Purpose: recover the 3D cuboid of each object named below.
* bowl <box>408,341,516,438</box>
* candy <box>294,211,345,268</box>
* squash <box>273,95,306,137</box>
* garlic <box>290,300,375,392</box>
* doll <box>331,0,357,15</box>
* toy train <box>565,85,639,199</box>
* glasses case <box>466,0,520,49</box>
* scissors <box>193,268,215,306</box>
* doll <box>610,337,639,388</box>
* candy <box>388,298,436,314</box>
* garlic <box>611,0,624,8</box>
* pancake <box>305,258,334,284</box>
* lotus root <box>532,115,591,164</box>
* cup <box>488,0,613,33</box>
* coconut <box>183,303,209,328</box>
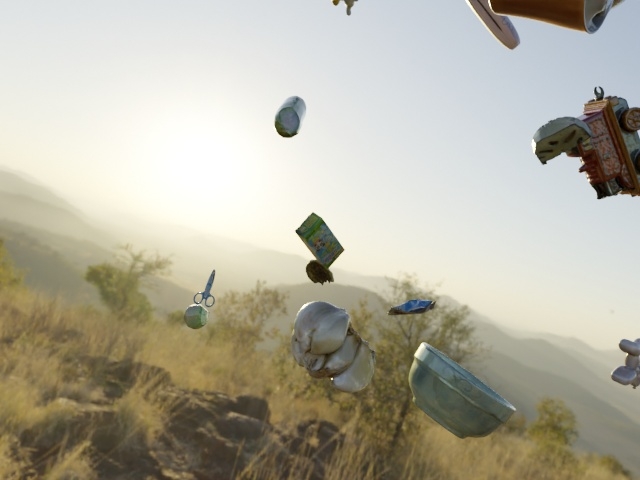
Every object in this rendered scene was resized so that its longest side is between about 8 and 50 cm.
[{"bbox_3d":[0.371,0.433,1.684,0.307,0.163,0.307,36,-2,2],"label":"bowl"},{"bbox_3d":[0.000,0.000,2.080,0.062,0.097,0.194,31,-15,44],"label":"candy"},{"bbox_3d":[-0.072,-0.297,1.441,0.069,0.069,0.239,16,26,-3],"label":"squash"},{"bbox_3d":[0.012,0.311,1.726,0.184,0.203,0.281,-7,-61,42],"label":"garlic"},{"bbox_3d":[0.083,-0.875,2.148,0.113,0.071,0.135,39,-28,0],"label":"doll"},{"bbox_3d":[0.899,-0.297,1.902,0.231,0.369,0.163,-24,8,1],"label":"toy train"},{"bbox_3d":[0.583,-0.780,2.080,0.297,0.075,0.113,49,30,-4],"label":"glasses case"},{"bbox_3d":[-0.308,0.128,1.660,0.058,0.119,0.014,15,-37,-4],"label":"scissors"},{"bbox_3d":[0.875,0.344,1.690,0.160,0.161,0.059,0,12,-38],"label":"doll"},{"bbox_3d":[0.256,0.188,1.698,0.136,0.038,0.088,-9,-18,2],"label":"candy"},{"bbox_3d":[0.721,-0.725,1.613,0.291,0.238,0.210,16,-3,-27],"label":"garlic"},{"bbox_3d":[-0.006,0.124,2.378,0.129,0.022,0.116,-20,-73,45],"label":"pancake"},{"bbox_3d":[0.617,-0.281,1.588,0.070,0.143,0.144,47,24,-17],"label":"lotus root"},{"bbox_3d":[0.536,-0.567,1.370,0.263,0.183,0.226,22,14,37],"label":"cup"},{"bbox_3d":[-0.384,0.235,1.867,0.081,0.083,0.082,-13,-35,15],"label":"coconut"}]
